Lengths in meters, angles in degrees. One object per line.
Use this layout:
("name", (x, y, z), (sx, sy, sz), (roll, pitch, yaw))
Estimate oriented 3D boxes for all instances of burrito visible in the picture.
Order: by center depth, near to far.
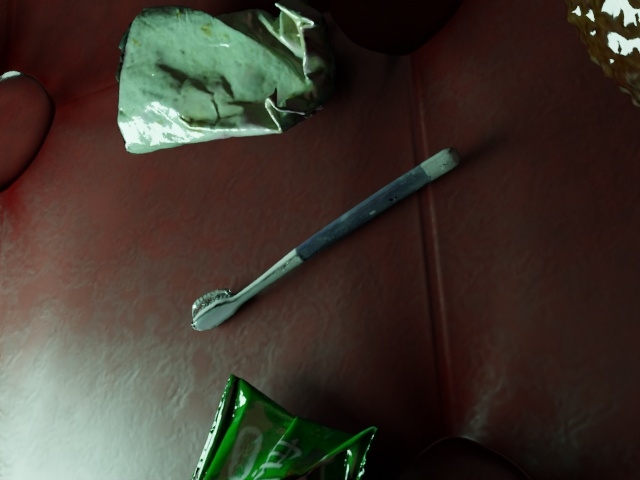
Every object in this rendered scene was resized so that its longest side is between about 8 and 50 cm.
("burrito", (-0.088, -0.153, 1.006), (0.228, 0.089, 0.144), (2, 88, 32))

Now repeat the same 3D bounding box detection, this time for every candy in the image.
("candy", (-0.034, 0.199, 0.852), (0.203, 0.078, 0.141), (12, 68, 45))

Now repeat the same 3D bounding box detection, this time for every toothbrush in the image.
("toothbrush", (0.000, 0.000, 0.935), (0.288, 0.024, 0.026), (-33, 45, 18))

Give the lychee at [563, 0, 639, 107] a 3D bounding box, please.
("lychee", (0.287, -0.189, 0.701), (0.260, 0.260, 0.261), (-11, 67, 28))
